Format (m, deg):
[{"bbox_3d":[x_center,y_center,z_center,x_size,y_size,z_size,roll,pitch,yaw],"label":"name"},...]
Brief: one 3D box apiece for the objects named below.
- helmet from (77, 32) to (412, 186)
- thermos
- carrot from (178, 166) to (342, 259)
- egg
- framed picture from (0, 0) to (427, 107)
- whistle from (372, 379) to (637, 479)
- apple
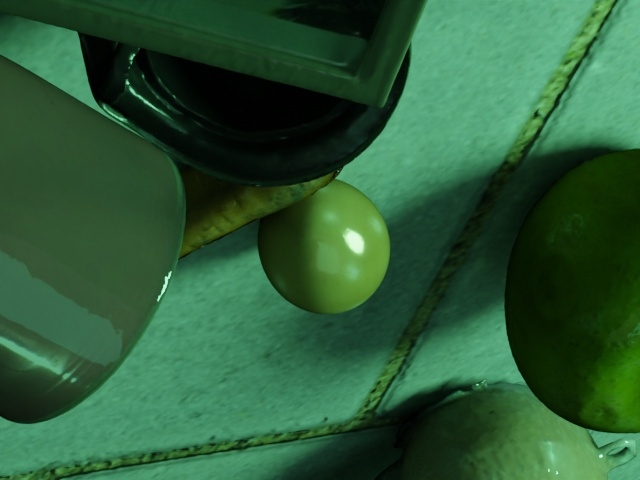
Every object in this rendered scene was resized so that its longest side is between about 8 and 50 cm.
[{"bbox_3d":[-0.037,-0.123,0.816,0.153,0.107,0.177,-12,134,13],"label":"helmet"},{"bbox_3d":[-0.210,-0.028,0.746,0.265,0.146,0.176,31,102,-35],"label":"thermos"},{"bbox_3d":[-0.060,-0.026,1.004,0.161,0.055,0.055,-28,148,17],"label":"carrot"},{"bbox_3d":[0.000,0.000,1.049,0.080,0.080,0.096,-28,142,4],"label":"egg"},{"bbox_3d":[-0.091,-0.173,0.677,0.315,0.024,0.232,14,137,-8],"label":"framed picture"},{"bbox_3d":[0.086,0.229,1.361,0.348,0.189,0.189,-22,149,14],"label":"whistle"},{"bbox_3d":[0.212,0.031,1.163,0.196,0.157,0.196,-17,146,-12],"label":"apple"}]
